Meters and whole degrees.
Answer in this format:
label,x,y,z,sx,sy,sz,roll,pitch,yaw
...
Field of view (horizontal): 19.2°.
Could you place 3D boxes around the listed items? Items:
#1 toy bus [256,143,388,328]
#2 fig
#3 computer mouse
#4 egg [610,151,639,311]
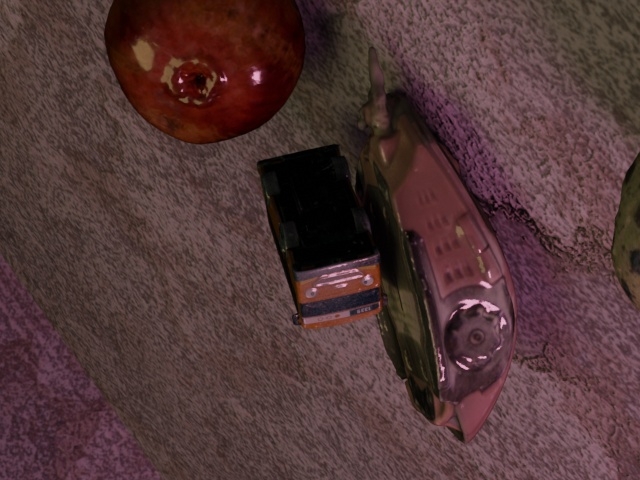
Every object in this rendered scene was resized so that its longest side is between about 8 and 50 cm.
label,x,y,z,sx,sy,sz,roll,pitch,yaw
toy bus,0.000,0.000,1.803,0.182,0.091,0.103,-110,9,-51
fig,-0.111,-0.194,1.820,0.205,0.205,0.205,39,153,25
computer mouse,0.111,0.001,1.785,0.199,0.115,0.389,-159,56,-72
egg,0.287,-0.011,1.424,0.141,0.141,0.182,29,138,40
